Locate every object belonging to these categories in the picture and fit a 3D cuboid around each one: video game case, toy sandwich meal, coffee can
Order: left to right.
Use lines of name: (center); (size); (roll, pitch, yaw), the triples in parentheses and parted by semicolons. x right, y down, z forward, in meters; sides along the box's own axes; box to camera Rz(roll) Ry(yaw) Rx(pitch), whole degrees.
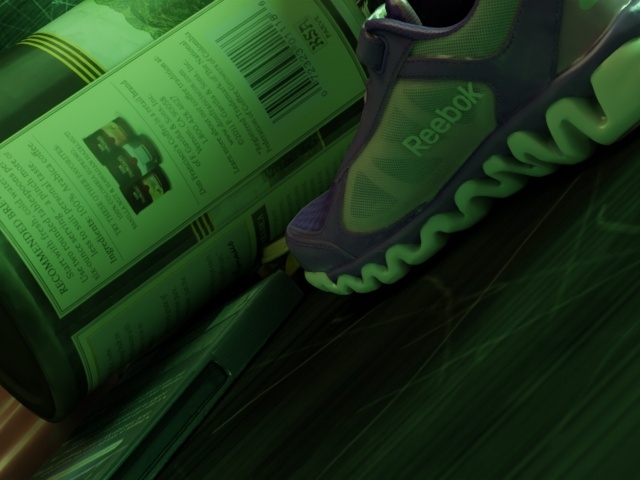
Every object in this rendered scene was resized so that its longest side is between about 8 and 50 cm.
video game case: (-0.136, 0.138, 0.828); (0.274, 0.026, 0.196); (-51, 11, -36)
coffee can: (-0.114, -0.049, 0.923); (0.275, 0.201, 0.201); (-37, 5, -22)
toy sandwich meal: (0.000, 0.000, 0.864); (0.086, 0.029, 0.085); (-33, 4, 3)

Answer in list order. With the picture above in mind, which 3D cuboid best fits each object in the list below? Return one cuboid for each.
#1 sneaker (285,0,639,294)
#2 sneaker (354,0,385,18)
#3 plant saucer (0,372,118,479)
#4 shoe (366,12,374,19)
sneaker: (0.052, -0.062, 0.657); (0.236, 0.104, 0.095); (-37, 12, 45)
sneaker: (0.054, -0.176, 1.225); (0.153, 0.099, 0.282); (-37, 4, 16)
plant saucer: (-0.297, 0.190, 1.129); (0.332, 0.084, 0.332); (-43, 8, 8)
shoe: (0.084, -0.142, 1.020); (0.219, 0.076, 0.058); (-31, 10, 24)
